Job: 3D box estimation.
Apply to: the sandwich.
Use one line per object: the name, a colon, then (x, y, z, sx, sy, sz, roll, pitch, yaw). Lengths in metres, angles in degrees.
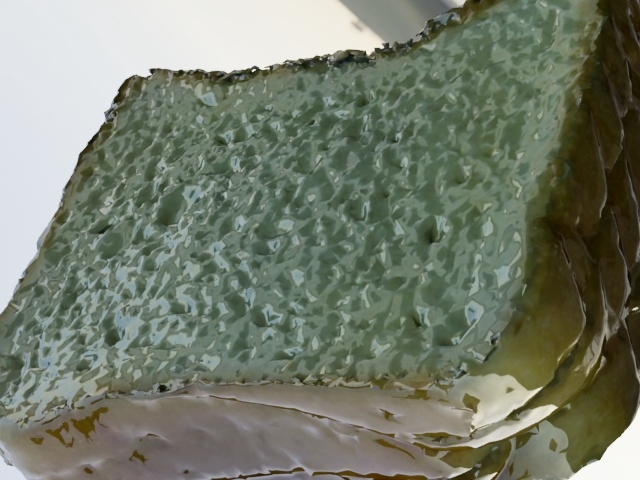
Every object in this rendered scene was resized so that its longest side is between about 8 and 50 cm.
sandwich: (0.000, 0.000, 0.426, 0.065, 0.214, 0.186, 54, -138, -35)
